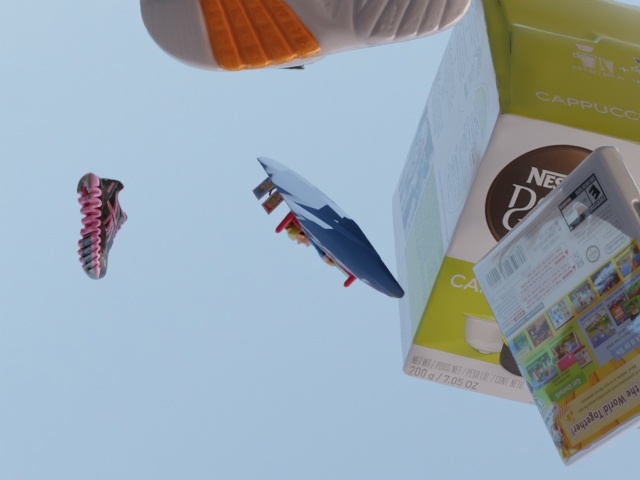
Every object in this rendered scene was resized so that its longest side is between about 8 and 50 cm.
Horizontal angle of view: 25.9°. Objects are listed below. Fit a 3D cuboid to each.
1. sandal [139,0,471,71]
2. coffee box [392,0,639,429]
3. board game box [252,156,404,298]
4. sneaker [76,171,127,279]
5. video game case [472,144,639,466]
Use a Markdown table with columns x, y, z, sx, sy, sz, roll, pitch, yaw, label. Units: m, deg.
| x | y | z | sx | sy | sz | roll | pitch | yaw | label |
| --- | --- | --- | --- | --- | --- | --- | --- | --- | --- |
| -0.012 | -0.183 | 1.127 | 0.265 | 0.076 | 0.102 | -2 | -94 | -1 | sandal |
| 0.285 | -0.047 | 1.499 | 0.337 | 0.334 | 0.338 | 13 | -146 | -7 | coffee box |
| 0.000 | 0.000 | 1.170 | 0.033 | 0.133 | 0.169 | -46 | -137 | 13 | board game box |
| -0.238 | -0.015 | 1.546 | 0.047 | 0.057 | 0.119 | -4 | -95 | 51 | sneaker |
| 0.231 | 0.062 | 1.192 | 0.026 | 0.227 | 0.206 | -12 | -111 | -30 | video game case |
